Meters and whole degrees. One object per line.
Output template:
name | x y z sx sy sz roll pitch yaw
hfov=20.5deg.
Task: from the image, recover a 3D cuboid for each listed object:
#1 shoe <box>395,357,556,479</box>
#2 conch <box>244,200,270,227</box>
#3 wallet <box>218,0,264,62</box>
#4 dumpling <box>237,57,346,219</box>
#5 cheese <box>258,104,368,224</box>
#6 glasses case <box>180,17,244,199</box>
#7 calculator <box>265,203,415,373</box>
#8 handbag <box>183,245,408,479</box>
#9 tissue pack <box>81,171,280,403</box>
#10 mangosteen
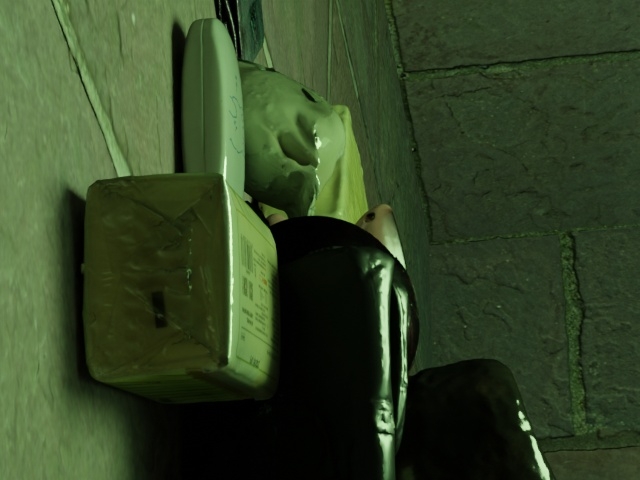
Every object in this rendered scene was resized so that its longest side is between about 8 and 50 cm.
shoe | 0.118 0.292 1.603 0.171 0.237 0.384 62 20 -58
conch | -0.069 0.000 1.927 0.121 0.074 0.089 39 26 -18
wallet | -0.093 -0.260 2.097 0.166 0.030 0.111 -70 159 -68
dumpling | -0.048 -0.098 1.915 0.172 0.142 0.247 83 -18 -48
cheese | 0.000 0.000 2.258 0.242 0.124 0.265 -80 164 -49
glasses case | -0.108 -0.110 1.783 0.092 0.059 0.233 67 21 -70
calculator | 0.008 0.128 1.961 0.048 0.220 0.329 0 86 -56
handbag | -0.025 0.140 1.584 0.088 0.275 0.244 13 70 -40
tissue pack | -0.109 0.045 1.447 0.234 0.125 0.159 51 36 -78
mangosteen | -0.021 0.092 1.811 0.211 0.250 0.211 25 49 -32
